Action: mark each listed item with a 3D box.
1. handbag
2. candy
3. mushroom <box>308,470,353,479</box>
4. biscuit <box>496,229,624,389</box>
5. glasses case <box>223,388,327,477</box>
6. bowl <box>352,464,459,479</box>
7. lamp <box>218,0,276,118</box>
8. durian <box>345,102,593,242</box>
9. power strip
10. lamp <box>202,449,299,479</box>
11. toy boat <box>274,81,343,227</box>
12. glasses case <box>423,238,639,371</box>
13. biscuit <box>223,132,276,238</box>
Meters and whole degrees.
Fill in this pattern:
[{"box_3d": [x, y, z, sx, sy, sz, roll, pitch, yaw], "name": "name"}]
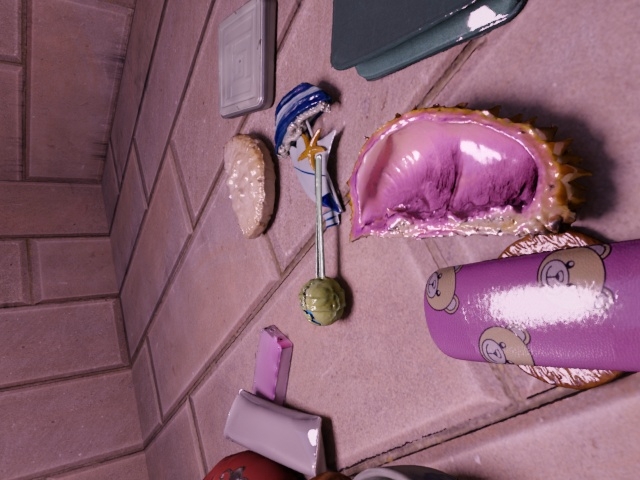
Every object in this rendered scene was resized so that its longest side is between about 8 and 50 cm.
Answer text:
[{"box_3d": [0.136, -0.395, 0.659, 0.326, 0.089, 0.238, -3, 88, 54], "name": "handbag"}, {"box_3d": [0.000, 0.000, 0.871, 0.093, 0.092, 0.335, -158, 66, -82], "name": "candy"}, {"box_3d": [0.023, 0.537, 0.782, 0.138, 0.194, 0.231, -60, 36, 37], "name": "mushroom"}, {"box_3d": [0.281, 0.080, 0.529, 0.188, 0.027, 0.187, 3, 94, 53], "name": "biscuit"}, {"box_3d": [-0.094, 0.431, 1.015, 0.308, 0.083, 0.128, 0, 79, 42], "name": "glasses case"}, {"box_3d": [0.169, 0.439, 0.609, 0.289, 0.146, 0.289, 9, 101, 55], "name": "bowl"}, {"box_3d": [-0.198, -0.465, 1.162, 0.269, 0.047, 0.266, 10, 101, 54], "name": "lamp"}, {"box_3d": [0.179, -0.087, 0.604, 0.341, 0.112, 0.191, -4, 80, 47], "name": "durian"}, {"box_3d": [-0.127, 0.349, 1.116, 0.109, 0.038, 0.278, 29, 115, 50], "name": "power strip"}, {"box_3d": [-0.165, 0.634, 0.991, 0.303, 0.257, 0.303, -23, 44, 24], "name": "lamp"}, {"box_3d": [-0.010, -0.164, 0.926, 0.220, 0.067, 0.291, -33, 76, 51], "name": "toy boat"}, {"box_3d": [0.242, 0.075, 0.493, 0.316, 0.076, 0.123, -16, 80, 54], "name": "glasses case"}, {"box_3d": [-0.177, -0.162, 1.118, 0.179, 0.084, 0.281, -41, 59, 49], "name": "biscuit"}]
